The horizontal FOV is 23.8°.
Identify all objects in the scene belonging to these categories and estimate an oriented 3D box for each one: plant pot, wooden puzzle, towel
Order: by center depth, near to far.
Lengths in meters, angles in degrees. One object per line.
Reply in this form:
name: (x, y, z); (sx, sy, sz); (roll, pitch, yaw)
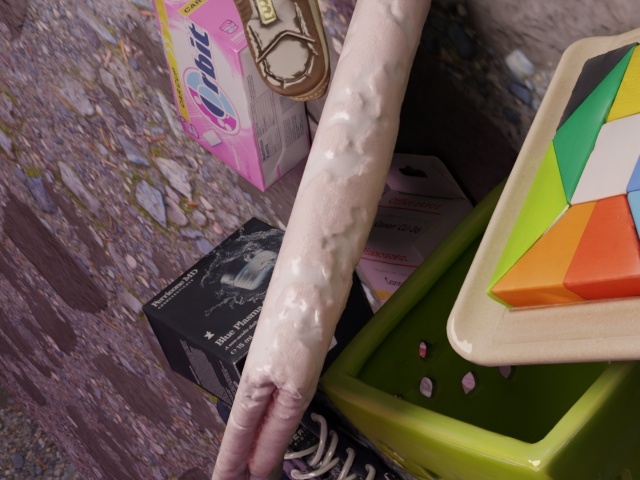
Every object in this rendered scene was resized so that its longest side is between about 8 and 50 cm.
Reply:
wooden puzzle: (0.168, -0.039, 0.799); (0.044, 0.221, 0.239); (32, 163, -23)
plant pot: (0.178, 0.109, 1.018); (0.228, 0.227, 0.207); (16, 147, 53)
towel: (0.000, 0.000, 1.053); (0.053, 0.332, 0.317); (16, 154, -1)

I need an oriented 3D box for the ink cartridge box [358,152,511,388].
ink cartridge box: (0.092, 0.026, 1.234); (0.115, 0.067, 0.198); (8, 134, 59)

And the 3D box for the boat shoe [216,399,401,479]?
boat shoe: (0.009, 0.269, 1.693); (0.340, 0.127, 0.158); (28, 157, 43)

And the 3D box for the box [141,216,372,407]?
box: (-0.060, 0.076, 1.481); (0.158, 0.156, 0.093); (25, 147, 46)

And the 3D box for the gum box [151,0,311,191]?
gum box: (-0.073, -0.136, 1.287); (0.107, 0.062, 0.188); (37, 154, 28)

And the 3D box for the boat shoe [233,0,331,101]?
boat shoe: (-0.034, -0.188, 1.085); (0.072, 0.068, 0.190); (14, -117, -72)
